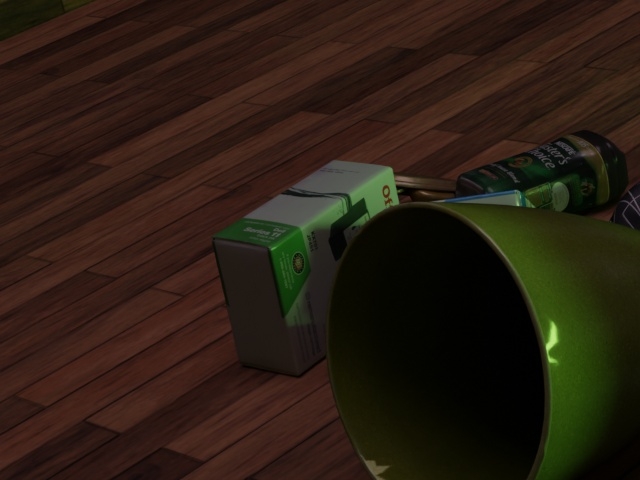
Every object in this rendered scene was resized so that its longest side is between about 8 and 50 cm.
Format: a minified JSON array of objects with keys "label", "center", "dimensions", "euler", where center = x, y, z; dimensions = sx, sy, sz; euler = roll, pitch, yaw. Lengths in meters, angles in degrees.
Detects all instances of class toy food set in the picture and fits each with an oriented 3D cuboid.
[{"label":"toy food set","center":[0.106,-0.057,2.224],"dimensions":[0.192,0.038,0.132],"euler":[6,4,-15]}]

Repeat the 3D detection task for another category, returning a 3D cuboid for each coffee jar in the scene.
[{"label":"coffee jar","center":[0.253,-0.063,2.155],"dimensions":[0.184,0.079,0.096],"euler":[-20,24,-20]}]

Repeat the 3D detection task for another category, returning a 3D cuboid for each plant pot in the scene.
[{"label":"plant pot","center":[0.203,0.087,1.646],"dimensions":[0.293,0.274,0.275],"euler":[-9,16,-38]}]

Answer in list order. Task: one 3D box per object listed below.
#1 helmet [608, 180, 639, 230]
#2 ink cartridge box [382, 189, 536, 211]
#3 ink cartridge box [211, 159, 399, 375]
[{"label":"helmet","center":[0.354,0.014,1.811],"dimensions":[0.169,0.161,0.169],"euler":[-10,22,4]},{"label":"ink cartridge box","center":[0.151,0.004,1.945],"dimensions":[0.140,0.082,0.191],"euler":[-8,-8,12]},{"label":"ink cartridge box","center":[-0.003,0.024,1.985],"dimensions":[0.087,0.153,0.208],"euler":[8,31,39]}]
